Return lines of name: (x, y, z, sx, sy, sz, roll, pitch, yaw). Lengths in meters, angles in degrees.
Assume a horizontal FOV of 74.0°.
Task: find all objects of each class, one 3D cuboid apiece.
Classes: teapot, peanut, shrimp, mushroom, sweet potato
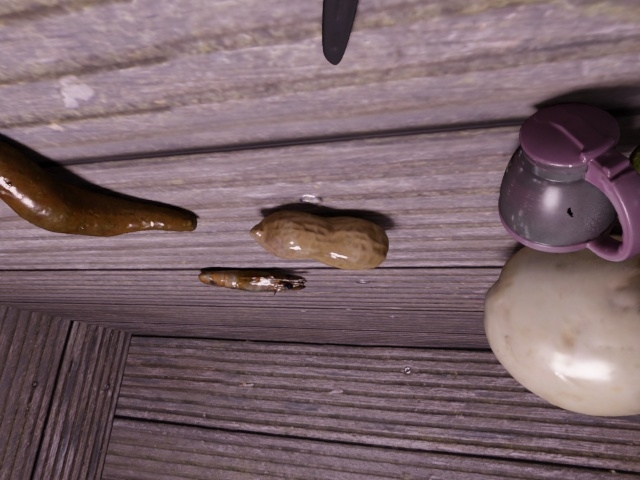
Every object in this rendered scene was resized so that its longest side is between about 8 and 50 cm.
teapot: (0.240, -0.052, 0.418, 0.116, 0.148, 0.146, -7, 145, 19)
peanut: (0.000, -0.001, 0.686, 0.228, 0.085, 0.104, 8, 171, -7)
shrimp: (-0.167, 0.111, 1.093, 0.296, 0.058, 0.169, 3, 168, 14)
mushroom: (0.469, 0.125, 0.724, 0.336, 0.314, 0.314, -8, 171, -37)
sweet potato: (-0.352, -0.051, 0.631, 0.108, 0.079, 0.346, -25, 150, 32)

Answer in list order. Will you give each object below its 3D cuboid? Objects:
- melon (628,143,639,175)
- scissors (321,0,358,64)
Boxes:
melon: (0.379, -0.066, 0.401, 0.162, 0.099, 0.099, -4, 160, 7)
scissors: (0.018, -0.188, 0.258, 0.088, 0.017, 0.220, 5, 161, -3)
